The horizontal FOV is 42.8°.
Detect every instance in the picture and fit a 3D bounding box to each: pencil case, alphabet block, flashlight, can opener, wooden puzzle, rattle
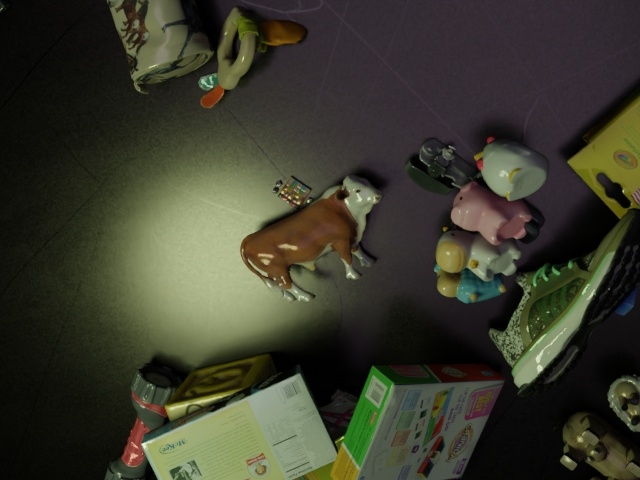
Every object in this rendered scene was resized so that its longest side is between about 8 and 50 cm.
[{"bbox_3d":[-0.341,-0.489,1.508,0.184,0.160,0.410,-15,100,26],"label":"pencil case"},{"bbox_3d":[-0.177,0.369,1.668,0.192,0.193,0.197,-14,101,11],"label":"alphabet block"},{"bbox_3d":[-0.393,0.416,1.761,0.103,0.103,0.304,24,105,2],"label":"flashlight"},{"bbox_3d":[0.296,-0.092,1.554,0.280,0.074,0.093,35,141,2],"label":"can opener"},{"bbox_3d":[-0.053,-0.095,1.633,0.083,0.006,0.049,35,106,0],"label":"wooden puzzle"},{"bbox_3d":[-0.138,-0.343,1.576,0.130,0.143,0.199,42,126,31],"label":"rattle"}]

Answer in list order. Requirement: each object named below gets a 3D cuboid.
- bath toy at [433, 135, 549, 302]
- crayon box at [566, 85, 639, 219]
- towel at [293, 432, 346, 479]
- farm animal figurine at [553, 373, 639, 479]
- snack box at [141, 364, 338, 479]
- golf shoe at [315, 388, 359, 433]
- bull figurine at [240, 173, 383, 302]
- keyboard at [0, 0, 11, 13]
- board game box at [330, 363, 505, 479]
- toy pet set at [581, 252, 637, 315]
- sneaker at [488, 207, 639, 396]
[{"bbox_3d":[0.292,-0.043,1.462,0.151,0.129,0.348,-9,136,-19],"label":"bath toy"},{"bbox_3d":[0.623,-0.185,1.462,0.318,0.081,0.202,-42,94,15],"label":"crayon box"},{"bbox_3d":[0.018,0.497,1.755,0.237,0.021,0.102,-36,96,15],"label":"towel"},{"bbox_3d":[0.586,0.460,1.589,0.330,0.172,0.326,-42,82,23],"label":"farm animal figurine"},{"bbox_3d":[-0.148,0.385,1.528,0.322,0.060,0.187,-24,100,-1],"label":"snack box"},{"bbox_3d":[0.056,0.350,1.690,0.186,0.067,0.086,-7,101,11],"label":"golf shoe"},{"bbox_3d":[0.000,0.000,1.598,0.310,0.101,0.188,-25,100,14],"label":"bull figurine"},{"bbox_3d":[-0.724,-0.586,1.614,0.202,0.033,0.317,-33,97,15],"label":"keyboard"},{"bbox_3d":[0.191,0.355,1.565,0.064,0.317,0.242,37,112,46],"label":"board game box"},{"bbox_3d":[0.531,0.103,1.554,0.114,0.065,0.122,21,106,4],"label":"toy pet set"},{"bbox_3d":[0.440,0.092,1.511,0.182,0.158,0.410,46,117,33],"label":"sneaker"}]
